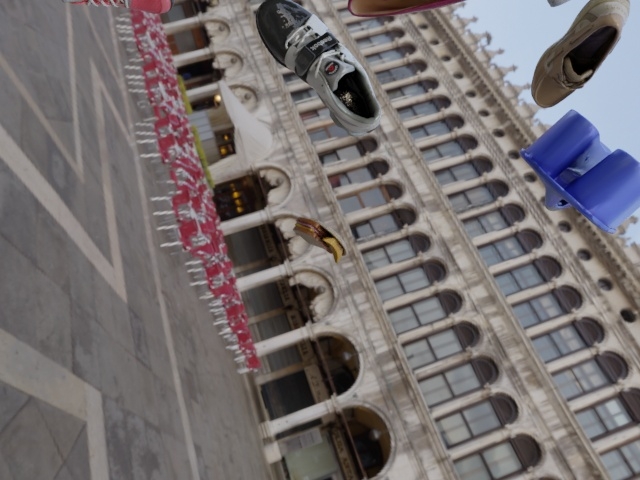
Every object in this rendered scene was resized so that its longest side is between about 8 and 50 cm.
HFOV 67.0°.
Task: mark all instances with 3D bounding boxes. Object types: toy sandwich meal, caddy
[{"bbox_3d":[0.000,0.000,0.675,0.085,0.029,0.085,36,-16,12],"label":"toy sandwich meal"},{"bbox_3d":[0.560,-0.129,1.036,0.341,0.179,0.241,2,46,-53],"label":"caddy"}]

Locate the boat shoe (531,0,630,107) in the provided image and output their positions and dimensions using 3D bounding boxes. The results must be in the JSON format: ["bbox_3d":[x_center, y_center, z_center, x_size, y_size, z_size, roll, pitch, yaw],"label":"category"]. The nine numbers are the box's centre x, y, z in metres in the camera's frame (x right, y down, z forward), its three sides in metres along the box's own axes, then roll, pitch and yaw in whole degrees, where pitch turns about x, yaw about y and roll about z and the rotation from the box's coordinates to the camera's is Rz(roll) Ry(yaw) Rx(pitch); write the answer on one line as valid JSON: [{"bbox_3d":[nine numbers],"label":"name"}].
[{"bbox_3d":[0.611,-0.430,1.181,0.341,0.121,0.110,95,14,-66],"label":"boat shoe"}]

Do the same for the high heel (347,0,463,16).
[{"bbox_3d":[0.193,-0.270,0.440,0.127,0.181,0.377,49,-15,-33],"label":"high heel"}]

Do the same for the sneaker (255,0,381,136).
[{"bbox_3d":[0.010,-0.349,0.942,0.330,0.122,0.146,44,1,-12],"label":"sneaker"}]

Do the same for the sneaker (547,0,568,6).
[{"bbox_3d":[0.680,-0.677,1.183,0.091,0.258,0.094,60,12,-24],"label":"sneaker"}]

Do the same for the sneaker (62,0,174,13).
[{"bbox_3d":[-0.463,-0.519,0.987,0.116,0.313,0.136,126,-19,-65],"label":"sneaker"}]
